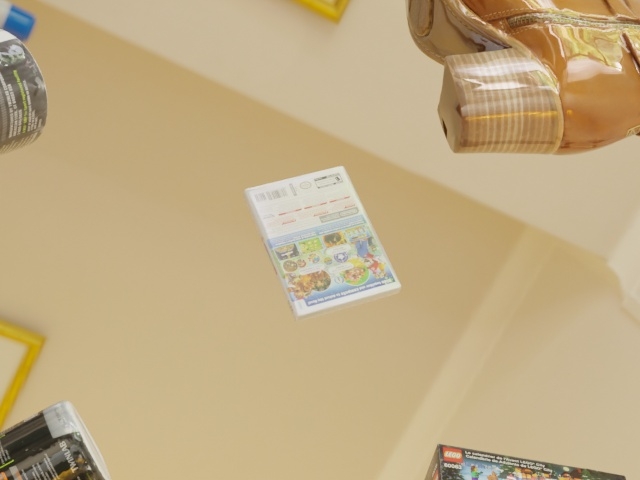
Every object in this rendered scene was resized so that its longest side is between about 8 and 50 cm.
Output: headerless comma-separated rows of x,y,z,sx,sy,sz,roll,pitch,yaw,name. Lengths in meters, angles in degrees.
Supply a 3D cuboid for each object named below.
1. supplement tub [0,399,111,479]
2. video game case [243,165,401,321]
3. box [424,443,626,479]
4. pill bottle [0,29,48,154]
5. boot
-0.331,0.264,1.124,0.190,0.117,0.117,-27,-160,-11,supplement tub
0.000,0.000,0.818,0.011,0.087,0.122,102,-31,-56,video game case
0.146,0.280,0.884,0.044,0.159,0.233,-86,-171,-57,box
-0.399,-0.121,1.018,0.245,0.130,0.130,-30,167,-48,pill bottle
0.190,-0.193,0.851,0.109,0.220,0.283,94,-13,-53,boot
